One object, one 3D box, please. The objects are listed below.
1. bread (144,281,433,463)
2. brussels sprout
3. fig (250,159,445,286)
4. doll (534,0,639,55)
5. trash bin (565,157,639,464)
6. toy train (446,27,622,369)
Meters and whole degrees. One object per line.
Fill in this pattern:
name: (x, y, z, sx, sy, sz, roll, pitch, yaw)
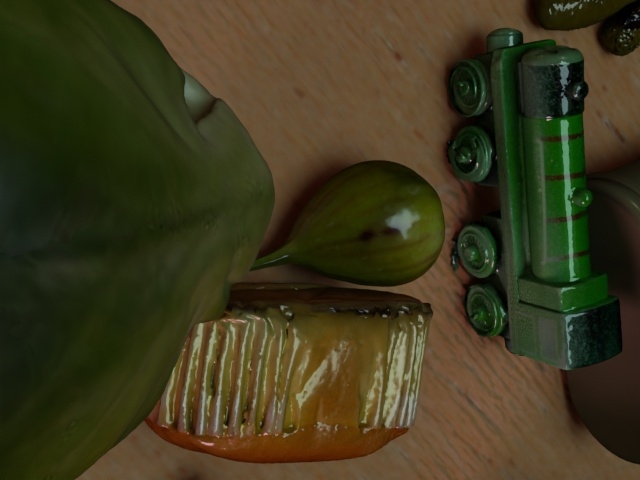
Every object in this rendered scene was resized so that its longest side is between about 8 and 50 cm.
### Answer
bread: (-0.025, 0.082, 0.758, 0.190, 0.132, 0.114, 7, 93, -30)
brussels sprout: (-0.195, 0.002, 0.551, 0.355, 0.281, 0.289, -16, 107, -40)
fig: (0.003, -0.014, 0.801, 0.166, 0.093, 0.093, 4, 96, -11)
doll: (0.264, -0.213, 0.922, 0.209, 0.097, 0.137, -19, 114, -24)
trash bin: (0.319, 0.028, 0.986, 0.247, 0.121, 0.243, -24, 111, -31)
toy train: (0.158, -0.029, 0.868, 0.085, 0.119, 0.251, -15, 107, -29)
